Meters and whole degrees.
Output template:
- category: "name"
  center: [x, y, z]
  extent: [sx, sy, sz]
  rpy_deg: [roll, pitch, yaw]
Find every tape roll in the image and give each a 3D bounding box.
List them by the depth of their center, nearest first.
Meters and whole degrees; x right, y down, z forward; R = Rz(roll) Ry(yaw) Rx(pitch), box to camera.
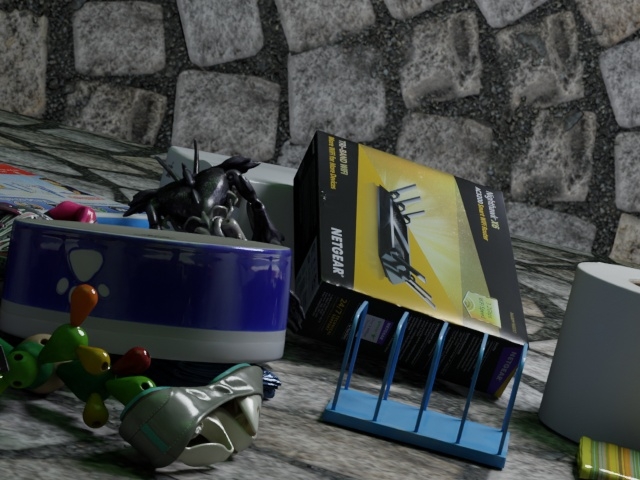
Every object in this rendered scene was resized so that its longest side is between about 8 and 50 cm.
- category: "tape roll"
  center: [0.363, 0.135, 1.987]
  extent: [0.246, 0.169, 0.246]
  rpy_deg: [13, 7, -2]

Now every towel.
- category: "towel"
  center: [-0.101, 0.121, 1.766]
  extent: [0.119, 0.029, 0.067]
  rpy_deg: [8, 8, -36]
- category: "towel"
  center: [0.355, 0.237, 1.797]
  extent: [0.237, 0.021, 0.102]
  rpy_deg: [16, 13, 5]

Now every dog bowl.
- category: "dog bowl"
  center: [-0.159, 0.044, 1.770]
  extent: [0.264, 0.104, 0.265]
  rpy_deg: [7, 2, 0]

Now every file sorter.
- category: "file sorter"
  center: [0.103, 0.131, 1.784]
  extent: [0.170, 0.105, 0.118]
  rpy_deg: [15, 8, 6]

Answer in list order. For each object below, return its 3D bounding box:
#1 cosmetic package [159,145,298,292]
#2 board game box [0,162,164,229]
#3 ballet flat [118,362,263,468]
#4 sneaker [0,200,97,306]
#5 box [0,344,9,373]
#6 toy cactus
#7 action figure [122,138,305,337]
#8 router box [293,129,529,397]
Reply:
- category: "cosmetic package"
  center: [0.000, 0.000, 2.405]
  extent: [0.385, 0.156, 0.217]
  rpy_deg: [8, 9, -31]
- category: "board game box"
  center: [-0.388, -0.028, 2.136]
  extent: [0.302, 0.086, 0.308]
  rpy_deg: [18, 8, 30]
- category: "ballet flat"
  center: [-0.088, 0.146, 1.522]
  extent: [0.068, 0.072, 0.213]
  rpy_deg: [45, 18, 16]
- category: "sneaker"
  center: [-0.334, 0.011, 1.847]
  extent: [0.120, 0.112, 0.299]
  rpy_deg: [18, 9, 32]
- category: "box"
  center: [-0.309, 0.067, 1.436]
  extent: [0.116, 0.029, 0.162]
  rpy_deg: [-20, 35, -14]
- category: "toy cactus"
  center: [-0.234, 0.090, 1.544]
  extent: [0.219, 0.112, 0.180]
  rpy_deg: [4, -3, 2]
- category: "action figure"
  center: [-0.114, 0.011, 2.056]
  extent: [0.164, 0.141, 0.276]
  rpy_deg: [-17, 38, -7]
- category: "router box"
  center: [0.095, 0.021, 2.140]
  extent: [0.242, 0.081, 0.309]
  rpy_deg: [18, 32, -14]
